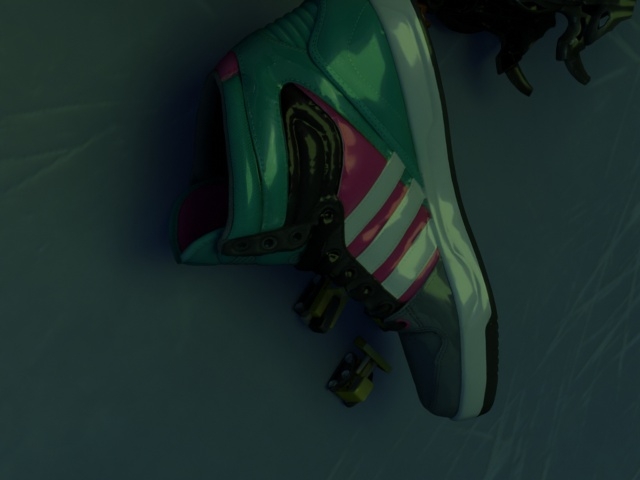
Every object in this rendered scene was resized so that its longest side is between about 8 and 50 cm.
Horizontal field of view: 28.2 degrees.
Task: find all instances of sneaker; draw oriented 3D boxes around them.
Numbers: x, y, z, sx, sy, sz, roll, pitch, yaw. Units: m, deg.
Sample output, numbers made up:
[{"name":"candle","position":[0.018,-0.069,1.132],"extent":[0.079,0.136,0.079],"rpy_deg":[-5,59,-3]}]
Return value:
[{"name":"sneaker","position":[0.000,0.000,0.788],"extent":[0.178,0.124,0.296],"rpy_deg":[-19,107,-10]}]

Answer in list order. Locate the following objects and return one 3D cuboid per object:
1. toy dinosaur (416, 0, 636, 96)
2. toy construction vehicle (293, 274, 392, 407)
[{"name":"toy dinosaur","position":[0.091,-0.202,0.887],"extent":[0.218,0.164,0.322],"rpy_deg":[18,106,-23]},{"name":"toy construction vehicle","position":[0.030,0.055,0.886],"extent":[0.086,0.035,0.098],"rpy_deg":[49,63,-28]}]
